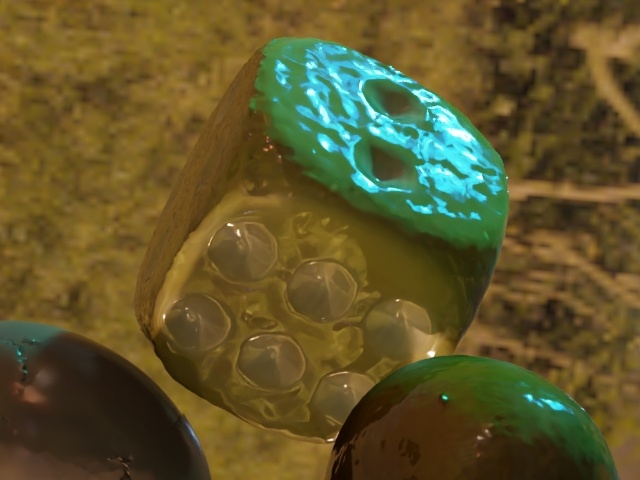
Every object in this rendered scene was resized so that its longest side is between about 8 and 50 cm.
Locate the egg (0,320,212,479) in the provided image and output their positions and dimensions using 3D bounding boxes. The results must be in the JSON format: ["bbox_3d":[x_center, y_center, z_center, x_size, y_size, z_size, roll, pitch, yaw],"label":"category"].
[{"bbox_3d":[-0.150,0.132,1.143,0.146,0.199,0.146,-47,-177,3],"label":"egg"}]

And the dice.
[{"bbox_3d":[0.000,0.000,1.145,0.166,0.169,0.169,-57,-168,33],"label":"dice"}]

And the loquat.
[{"bbox_3d":[0.071,0.131,0.967,0.195,0.152,0.152,-169,-97,-65],"label":"loquat"}]
